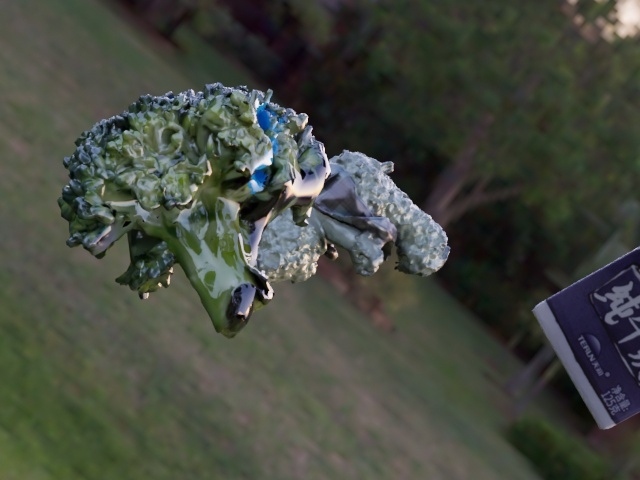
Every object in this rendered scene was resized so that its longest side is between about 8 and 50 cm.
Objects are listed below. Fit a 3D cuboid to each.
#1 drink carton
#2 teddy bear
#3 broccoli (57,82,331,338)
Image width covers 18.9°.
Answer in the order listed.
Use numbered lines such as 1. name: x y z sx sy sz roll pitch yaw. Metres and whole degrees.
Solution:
1. drink carton: 0.328 0.063 1.776 0.134 0.222 0.102 61 15 8
2. teddy bear: 0.007 -0.019 1.636 0.213 0.111 0.133 -12 30 -28
3. broccoli: -0.072 -0.019 1.175 0.160 0.154 0.167 60 17 23
